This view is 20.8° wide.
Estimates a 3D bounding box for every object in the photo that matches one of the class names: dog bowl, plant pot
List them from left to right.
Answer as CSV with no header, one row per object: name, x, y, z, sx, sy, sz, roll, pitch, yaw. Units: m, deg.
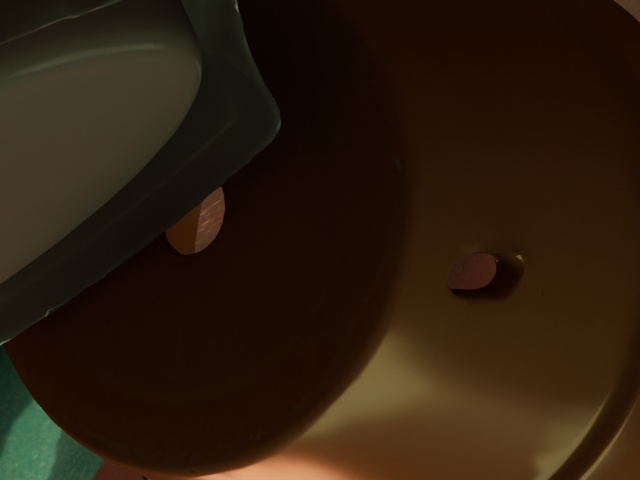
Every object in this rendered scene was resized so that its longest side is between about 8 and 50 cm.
dog bowl,-0.157,-0.016,0.492,0.349,0.102,0.349,-33,174,-4
plant pot,0.000,0.000,0.727,0.291,0.290,0.203,-36,158,24

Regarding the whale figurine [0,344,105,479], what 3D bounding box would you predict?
whale figurine,-0.152,0.061,0.937,0.272,0.141,0.216,-43,171,34
